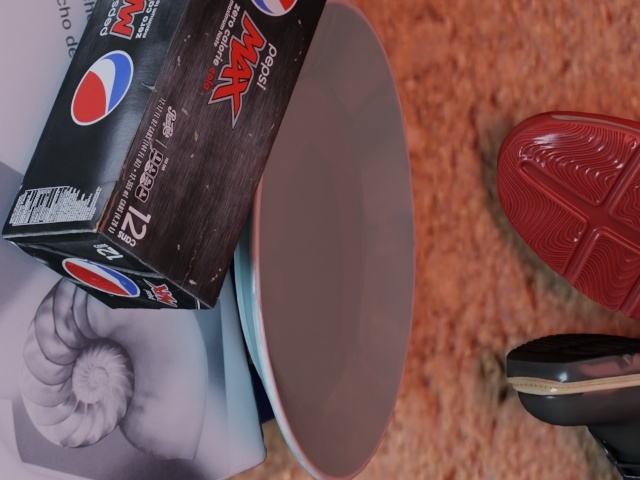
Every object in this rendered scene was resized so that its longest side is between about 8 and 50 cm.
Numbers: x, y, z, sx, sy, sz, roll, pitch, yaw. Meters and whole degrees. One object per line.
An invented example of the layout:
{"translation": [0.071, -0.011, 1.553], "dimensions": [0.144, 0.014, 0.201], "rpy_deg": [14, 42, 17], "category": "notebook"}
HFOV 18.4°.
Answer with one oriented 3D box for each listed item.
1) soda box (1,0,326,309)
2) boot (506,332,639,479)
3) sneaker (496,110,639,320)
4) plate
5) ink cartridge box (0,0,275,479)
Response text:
{"translation": [-0.044, -0.062, 0.671], "dimensions": [0.060, 0.053, 0.169], "rpy_deg": [37, 64, -39], "category": "soda box"}
{"translation": [0.158, 0.114, 0.926], "dimensions": [0.198, 0.077, 0.137], "rpy_deg": [4, 92, -43], "category": "boot"}
{"translation": [0.174, -0.020, 0.948], "dimensions": [0.221, 0.128, 0.087], "rpy_deg": [25, 114, -18], "category": "sneaker"}
{"translation": [0.000, 0.000, 0.763], "dimensions": [0.188, 0.024, 0.188], "rpy_deg": [-1, 90, -71], "category": "plate"}
{"translation": [-0.085, -0.011, 0.699], "dimensions": [0.224, 0.045, 0.223], "rpy_deg": [-20, 104, -43], "category": "ink cartridge box"}
